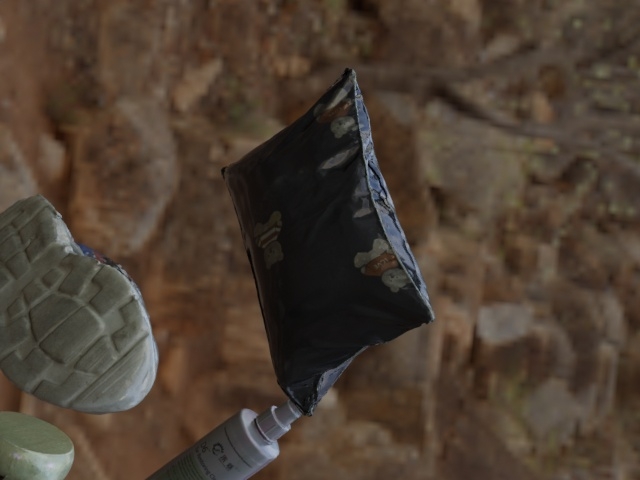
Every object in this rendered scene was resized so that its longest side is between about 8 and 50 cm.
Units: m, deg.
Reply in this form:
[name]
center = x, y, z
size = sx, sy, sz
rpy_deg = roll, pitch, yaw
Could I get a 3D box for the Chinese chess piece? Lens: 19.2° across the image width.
[Chinese chess piece]
center = -0.247, 0.174, 1.576
size = 0.084, 0.084, 0.034
rpy_deg = -93, -156, -74

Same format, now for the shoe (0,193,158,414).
[shoe]
center = -0.159, 0.065, 1.272
size = 0.227, 0.099, 0.125
rpy_deg = 47, -6, 49

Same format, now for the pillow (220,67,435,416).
[pillow]
center = 0.000, 0.000, 0.907
size = 0.048, 0.090, 0.150
rpy_deg = 44, 25, -54

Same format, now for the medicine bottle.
[medicine bottle]
center = -0.081, 0.195, 1.736
size = 0.199, 0.057, 0.057
rpy_deg = -36, -160, 16
